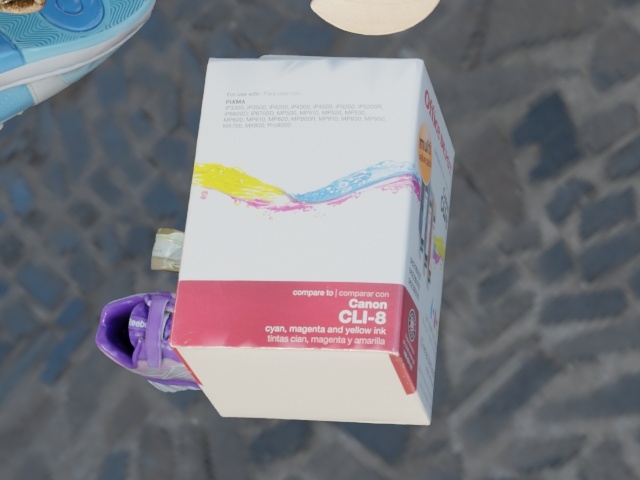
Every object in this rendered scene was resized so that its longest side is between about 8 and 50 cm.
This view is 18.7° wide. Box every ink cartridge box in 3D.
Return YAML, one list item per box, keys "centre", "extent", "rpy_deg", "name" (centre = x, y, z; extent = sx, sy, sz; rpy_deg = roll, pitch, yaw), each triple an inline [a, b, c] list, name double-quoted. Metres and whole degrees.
- centre: [0.000, 0.000, 1.088]
  extent: [0.127, 0.128, 0.176]
  rpy_deg: [0, 67, 13]
  name: "ink cartridge box"

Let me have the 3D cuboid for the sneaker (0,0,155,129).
- centre: [-0.268, -0.097, 1.399]
  extent: [0.319, 0.208, 0.127]
  rpy_deg: [-27, 67, -32]
  name: "sneaker"

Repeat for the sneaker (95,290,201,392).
- centre: [-0.106, 0.084, 1.653]
  extent: [0.236, 0.104, 0.095]
  rpy_deg: [-2, 69, 46]
  name: "sneaker"

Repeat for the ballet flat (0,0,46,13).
- centre: [-0.310, -0.148, 1.169]
  extent: [0.316, 0.107, 0.106]
  rpy_deg: [-13, 76, -2]
  name: "ballet flat"

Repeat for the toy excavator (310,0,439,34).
- centre: [-0.035, -0.398, 1.386]
  extent: [0.445, 0.433, 0.222]
  rpy_deg: [-59, 5, 49]
  name: "toy excavator"

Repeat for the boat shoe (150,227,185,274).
- centre: [-0.095, 0.031, 1.779]
  extent: [0.050, 0.135, 0.045]
  rpy_deg: [-7, 62, 69]
  name: "boat shoe"
